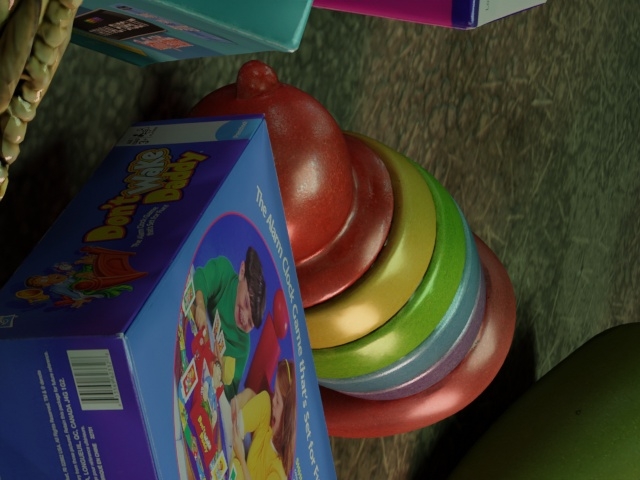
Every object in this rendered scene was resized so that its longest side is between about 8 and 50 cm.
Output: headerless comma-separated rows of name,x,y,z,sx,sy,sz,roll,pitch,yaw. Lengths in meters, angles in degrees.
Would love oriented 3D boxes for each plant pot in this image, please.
plant pot,0.221,0.243,1.568,0.293,0.274,0.275,-21,120,-42

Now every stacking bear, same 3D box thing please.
stacking bear,0.000,0.000,1.126,0.289,0.164,0.175,44,61,-54

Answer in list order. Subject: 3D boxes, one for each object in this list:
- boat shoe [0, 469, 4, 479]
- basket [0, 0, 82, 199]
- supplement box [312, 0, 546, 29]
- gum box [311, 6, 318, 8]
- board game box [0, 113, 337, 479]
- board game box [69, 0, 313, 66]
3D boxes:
boat shoe,-0.175,0.140,0.881,0.301,0.102,0.108,28,61,-71
basket,-0.204,-0.102,0.614,0.213,0.223,0.299,-100,-147,-55
supplement box,0.007,-0.188,0.979,0.114,0.220,0.111,-27,125,-59
gum box,0.032,-0.243,1.204,0.157,0.041,0.184,-8,108,-62
board game box,-0.062,0.141,0.938,0.233,0.078,0.347,-62,146,-59
board game box,-0.046,-0.206,0.761,0.336,0.079,0.254,-164,-88,-75
